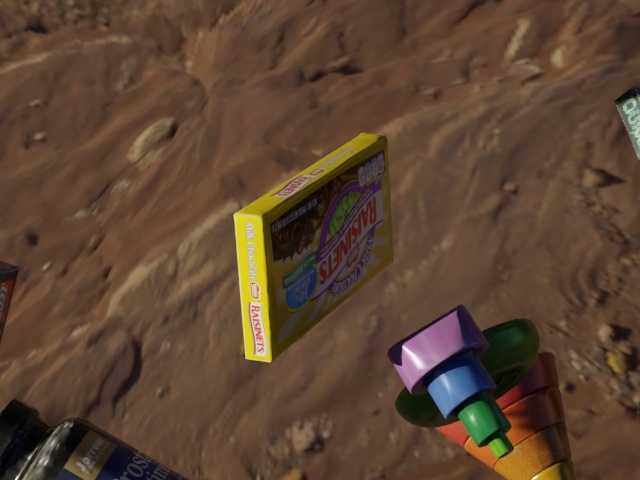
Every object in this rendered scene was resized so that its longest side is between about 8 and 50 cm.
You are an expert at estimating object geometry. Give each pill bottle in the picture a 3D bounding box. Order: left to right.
[{"bbox_3d":[-0.198,0.232,1.292,0.219,0.123,0.123,30,93,0],"label":"pill bottle"}]

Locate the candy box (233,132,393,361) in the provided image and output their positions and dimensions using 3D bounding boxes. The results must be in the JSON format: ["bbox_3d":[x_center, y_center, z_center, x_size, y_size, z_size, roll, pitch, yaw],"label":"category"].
[{"bbox_3d":[0.000,0.000,1.053,0.027,0.206,0.105,8,113,25],"label":"candy box"}]

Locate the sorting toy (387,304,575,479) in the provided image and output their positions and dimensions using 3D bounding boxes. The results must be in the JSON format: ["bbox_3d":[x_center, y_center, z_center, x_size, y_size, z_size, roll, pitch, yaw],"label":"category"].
[{"bbox_3d":[0.147,0.149,1.155,0.127,0.365,0.126,-34,69,6],"label":"sorting toy"}]

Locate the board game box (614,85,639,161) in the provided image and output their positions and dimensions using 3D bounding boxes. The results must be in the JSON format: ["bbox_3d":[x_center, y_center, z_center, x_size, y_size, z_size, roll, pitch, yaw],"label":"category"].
[{"bbox_3d":[0.318,-0.034,1.229,0.126,0.186,0.026,22,132,-40],"label":"board game box"}]

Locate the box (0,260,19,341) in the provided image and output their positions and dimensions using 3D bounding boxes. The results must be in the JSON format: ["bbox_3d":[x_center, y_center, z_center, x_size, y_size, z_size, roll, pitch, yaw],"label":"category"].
[{"bbox_3d":[-0.234,0.053,0.503,0.233,0.044,0.159,17,97,9],"label":"box"}]

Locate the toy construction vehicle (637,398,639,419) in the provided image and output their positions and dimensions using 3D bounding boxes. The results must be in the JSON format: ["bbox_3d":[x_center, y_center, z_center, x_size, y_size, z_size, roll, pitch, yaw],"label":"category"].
[{"bbox_3d":[0.318,0.112,1.314,0.035,0.086,0.098,32,113,11],"label":"toy construction vehicle"}]
